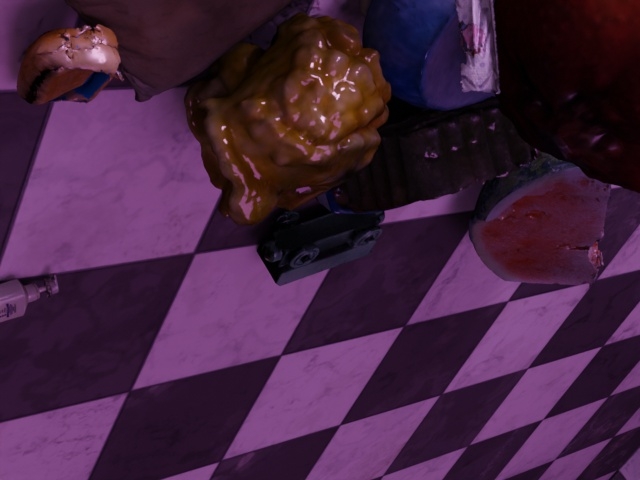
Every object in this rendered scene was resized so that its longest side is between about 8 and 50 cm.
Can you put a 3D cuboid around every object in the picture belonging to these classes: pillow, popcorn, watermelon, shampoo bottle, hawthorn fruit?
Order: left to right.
[{"bbox_3d":[-0.331,0.066,1.167,0.141,0.034,0.049,-18,139,-31],"label":"shampoo bottle"},{"bbox_3d":[-0.131,-0.233,0.918,0.185,0.075,0.302,-32,152,2],"label":"pillow"},{"bbox_3d":[-0.035,-0.119,1.083,0.189,0.169,0.218,-27,175,-7],"label":"popcorn"},{"bbox_3d":[0.316,-0.059,1.544,0.224,0.180,0.305,-42,154,-15],"label":"watermelon"},{"bbox_3d":[0.303,-0.194,1.043,0.311,0.295,0.295,-42,151,10],"label":"hawthorn fruit"}]

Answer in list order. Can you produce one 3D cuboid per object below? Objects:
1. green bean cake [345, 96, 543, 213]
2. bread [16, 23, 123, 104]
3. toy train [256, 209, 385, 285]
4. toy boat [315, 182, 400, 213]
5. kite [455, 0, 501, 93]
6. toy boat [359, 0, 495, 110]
[{"bbox_3d":[0.127,-0.100,1.293,0.181,0.094,0.173,-20,-174,-28],"label":"green bean cake"},{"bbox_3d":[-0.209,-0.144,0.947,0.072,0.053,0.106,-5,172,-27],"label":"bread"},{"bbox_3d":[0.000,0.000,1.404,0.172,0.070,0.099,-18,156,-30],"label":"toy train"},{"bbox_3d":[0.094,-0.081,1.396,0.229,0.080,0.046,-18,180,-31],"label":"toy boat"},{"bbox_3d":[0.104,-0.290,0.881,0.406,0.368,0.014,-3,174,-7],"label":"kite"},{"bbox_3d":[0.162,-0.260,1.193,0.330,0.123,0.215,-36,151,-28],"label":"toy boat"}]
